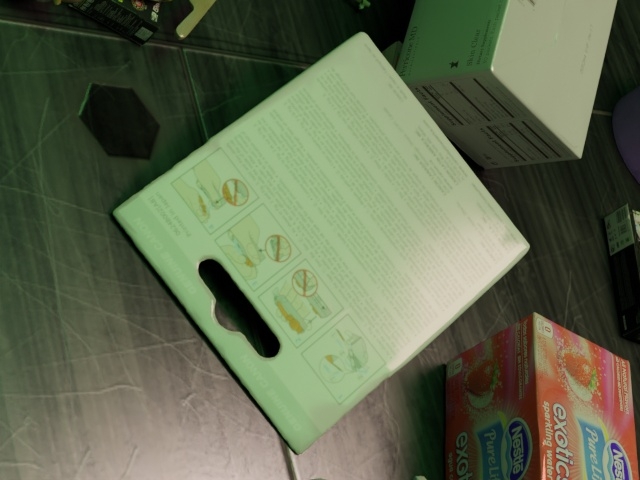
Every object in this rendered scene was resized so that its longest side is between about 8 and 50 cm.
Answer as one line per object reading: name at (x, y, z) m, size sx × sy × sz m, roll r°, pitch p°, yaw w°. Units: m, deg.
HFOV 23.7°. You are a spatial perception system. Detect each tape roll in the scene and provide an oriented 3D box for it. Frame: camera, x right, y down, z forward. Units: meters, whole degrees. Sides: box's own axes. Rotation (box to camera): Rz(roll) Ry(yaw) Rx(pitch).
tape roll at (0.501, -0.141, 2.125) m, size 0.189 × 0.080 × 0.189 m, roll 23°, pitch 51°, yaw -31°

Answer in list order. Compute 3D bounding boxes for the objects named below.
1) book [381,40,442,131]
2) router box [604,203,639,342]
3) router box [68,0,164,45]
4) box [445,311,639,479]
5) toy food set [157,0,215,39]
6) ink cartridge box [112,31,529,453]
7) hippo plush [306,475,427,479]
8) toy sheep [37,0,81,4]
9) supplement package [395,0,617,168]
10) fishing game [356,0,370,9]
book at (0.107, -0.155, 1.813) m, size 0.096 × 0.035 × 0.144 m, roll 34°, pitch 46°, yaw -25°
router box at (0.436, 0.055, 1.962) m, size 0.133 × 0.046 × 0.179 m, roll 21°, pitch 52°, yaw -32°
router box at (-0.208, -0.277, 1.601) m, size 0.092 × 0.038 × 0.122 m, roll 27°, pitch 49°, yaw -27°
box at (0.230, 0.250, 1.574) m, size 0.154 × 0.142 × 0.300 m, roll 27°, pitch 48°, yaw -28°
toy food set at (-0.180, -0.309, 1.586) m, size 0.192 × 0.038 × 0.132 m, roll 42°, pitch 43°, yaw -15°
ink cartridge box at (0.000, 0.000, 1.603) m, size 0.385 × 0.091 × 0.308 m, roll -39°, pitch 93°, yaw -31°
hippo plush at (0.030, 0.276, 1.304) m, size 0.294 × 0.236 × 0.234 m, roll 41°, pitch 44°, yaw -15°
toy sheep at (-0.281, -0.284, 1.508) m, size 0.132 × 0.091 × 0.091 m, roll 40°, pitch 42°, yaw 5°
supplement package at (0.226, -0.251, 1.816) m, size 0.204 × 0.145 × 0.261 m, roll 37°, pitch 60°, yaw -40°
fishing game at (0.039, -0.429, 1.878) m, size 0.189 × 0.041 × 0.264 m, roll 34°, pitch 62°, yaw -18°
